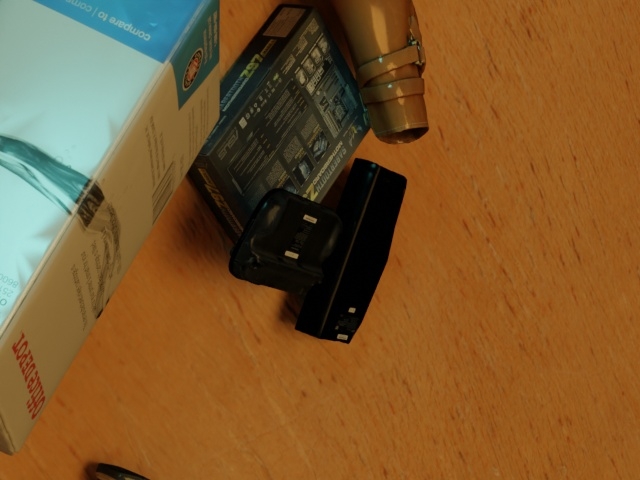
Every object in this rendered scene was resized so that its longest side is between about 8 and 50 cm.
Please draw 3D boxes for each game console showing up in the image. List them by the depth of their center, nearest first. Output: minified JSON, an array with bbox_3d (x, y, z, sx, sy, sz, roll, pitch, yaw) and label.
[{"bbox_3d":[0.000,0.000,1.935,0.361,0.044,0.213,20,90,-67],"label":"game console"}]

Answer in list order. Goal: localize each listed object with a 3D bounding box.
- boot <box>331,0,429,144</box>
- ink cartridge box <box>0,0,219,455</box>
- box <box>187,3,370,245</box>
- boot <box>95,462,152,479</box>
[{"bbox_3d":[0.055,-0.223,1.891,0.283,0.109,0.220,41,39,-80],"label":"boot"},{"bbox_3d":[-0.249,-0.041,1.519,0.395,0.166,0.285,-61,174,-20],"label":"ink cartridge box"},{"bbox_3d":[-0.045,-0.118,1.920,0.233,0.059,0.183,-56,136,-25],"label":"box"},{"bbox_3d":[-0.192,0.328,1.852,0.198,0.077,0.137,39,75,-46],"label":"boot"}]
